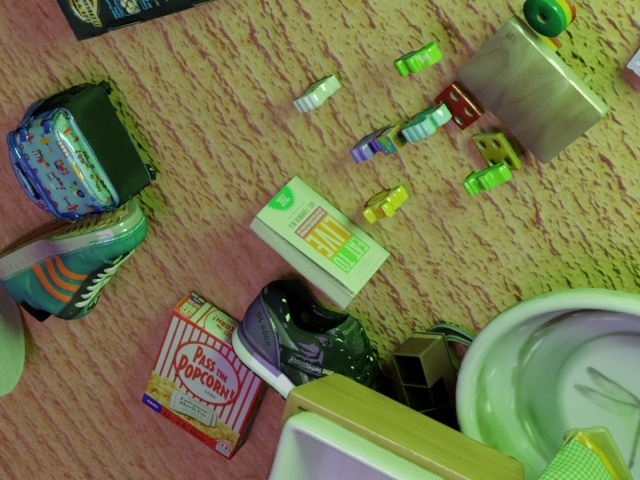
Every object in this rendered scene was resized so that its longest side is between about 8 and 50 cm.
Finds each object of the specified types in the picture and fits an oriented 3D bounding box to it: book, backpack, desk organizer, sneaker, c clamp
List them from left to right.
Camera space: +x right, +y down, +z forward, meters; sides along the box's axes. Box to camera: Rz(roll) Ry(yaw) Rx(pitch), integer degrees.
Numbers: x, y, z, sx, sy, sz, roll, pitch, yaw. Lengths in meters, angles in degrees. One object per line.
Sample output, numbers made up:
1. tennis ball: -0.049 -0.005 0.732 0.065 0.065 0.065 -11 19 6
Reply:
1. sneaker: -0.522 0.080 2.362 0.169 0.108 0.293 -6 108 38
2. backpack: -0.314 -0.100 2.080 0.173 0.117 0.158 -10 114 41
3. sneaker: -0.302 0.030 2.177 0.302 0.108 0.121 -16 112 49
4. book: 0.000 0.000 1.954 0.144 0.096 0.035 39 135 3
5. sneaker: 0.026 0.160 2.050 0.283 0.107 0.124 37 128 6
6. desk organizer: 0.131 0.175 1.999 0.047 0.050 0.130 2 119 41
7. c clamp: 0.179 0.171 2.010 0.137 0.022 0.161 18 130 31

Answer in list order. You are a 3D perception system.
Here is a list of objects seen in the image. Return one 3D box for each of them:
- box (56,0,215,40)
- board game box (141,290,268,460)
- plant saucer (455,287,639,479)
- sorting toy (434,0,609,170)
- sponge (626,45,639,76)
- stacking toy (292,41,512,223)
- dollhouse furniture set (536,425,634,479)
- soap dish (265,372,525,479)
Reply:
1. box: -0.212 -0.383 1.839 0.293 0.073 0.295 -10 115 39
2. board game box: -0.142 0.177 2.210 0.146 0.045 0.193 32 133 11
3. plant saucer: 0.347 0.204 1.864 0.400 0.100 0.400 18 129 23
4. sorting toy: 0.216 -0.156 1.716 0.132 0.046 0.274 45 153 0
5. sponge: 0.405 -0.147 1.623 0.210 0.031 0.117 38 134 4
6. stacking toy: 0.089 -0.116 1.831 0.221 0.052 0.167 -16 112 47
7. dollhouse furniture set: 0.341 0.353 1.767 0.151 0.197 0.301 -13 114 41
8. soap dish: 0.083 0.294 1.947 0.291 0.118 0.229 25 132 12
